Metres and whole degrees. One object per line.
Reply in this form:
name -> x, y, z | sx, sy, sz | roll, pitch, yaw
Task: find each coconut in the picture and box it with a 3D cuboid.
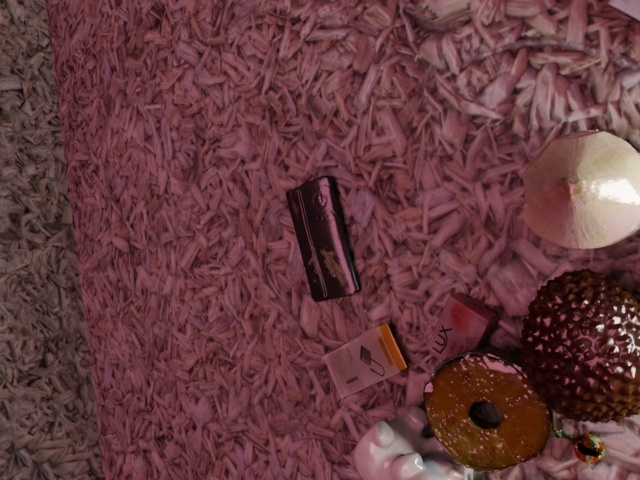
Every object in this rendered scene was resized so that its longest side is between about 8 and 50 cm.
coconut -> 0.457, -0.088, 1.033 | 0.224, 0.234, 0.224 | 2, 93, 45

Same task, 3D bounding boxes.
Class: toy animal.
toy animal -> 0.240, 0.571, 1.338 | 0.368, 0.196, 0.241 | 36, 125, 35

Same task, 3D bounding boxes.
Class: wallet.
wallet -> 0.000, 0.000, 1.581 | 0.170, 0.044, 0.321 | -17, 84, 40

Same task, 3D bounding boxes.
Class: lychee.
lychee -> 0.472, 0.192, 1.036 | 0.267, 0.267, 0.267 | 6, 99, 41

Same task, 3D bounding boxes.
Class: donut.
donut -> 0.349, 0.339, 1.222 | 0.272, 0.107, 0.272 | 8, 105, 34

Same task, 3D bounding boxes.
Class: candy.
candy -> 0.481, 0.389, 1.202 | 0.185, 0.049, 0.055 | 21, 71, 47

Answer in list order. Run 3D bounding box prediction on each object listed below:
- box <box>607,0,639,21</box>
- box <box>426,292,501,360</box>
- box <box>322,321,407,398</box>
box -> 0.621, -0.393, 0.960 | 0.243, 0.067, 0.155 | 46, 124, 29
box -> 0.313, 0.203, 1.314 | 0.111, 0.060, 0.156 | 34, 115, 36
box -> 0.116, 0.307, 1.520 | 0.247, 0.033, 0.129 | -35, 71, 39
